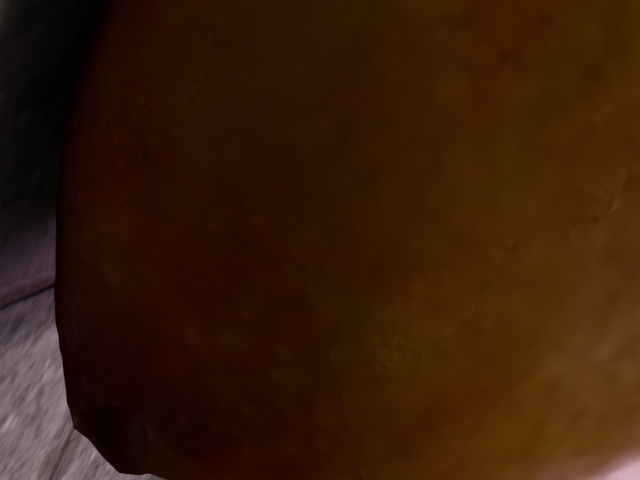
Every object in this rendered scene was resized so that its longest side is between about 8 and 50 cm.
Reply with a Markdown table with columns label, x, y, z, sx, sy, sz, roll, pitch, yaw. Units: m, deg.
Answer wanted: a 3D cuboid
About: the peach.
| label | x | y | z | sx | sy | sz | roll | pitch | yaw |
| --- | --- | --- | --- | --- | --- | --- | --- | --- | --- |
| peach | 0.063 | -0.037 | 0.474 | 0.372 | 0.290 | 0.372 | -56 | 171 | -14 |
